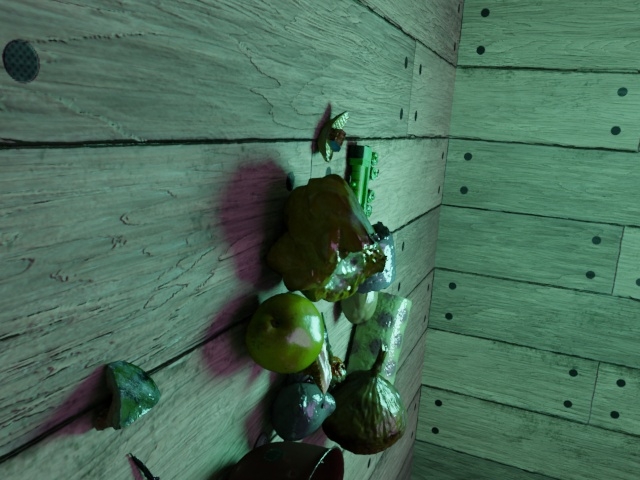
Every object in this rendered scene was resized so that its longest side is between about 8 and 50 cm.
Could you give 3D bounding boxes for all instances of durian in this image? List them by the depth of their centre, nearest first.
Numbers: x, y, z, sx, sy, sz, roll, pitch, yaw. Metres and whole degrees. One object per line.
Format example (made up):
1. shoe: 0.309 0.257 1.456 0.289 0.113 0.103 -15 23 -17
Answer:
1. durian: -0.035 0.280 1.378 0.224 0.140 0.078 62 -2 33

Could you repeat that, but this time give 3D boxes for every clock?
1. clock: -0.154 0.540 1.425 0.074 0.010 0.083 38 62 -65

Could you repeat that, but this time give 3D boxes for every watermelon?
1. watermelon: -0.310 0.244 0.890 0.101 0.080 0.155 65 23 9

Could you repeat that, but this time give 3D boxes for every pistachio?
1. pistachio: 0.129 0.169 1.852 0.136 0.136 0.226 45 49 -63

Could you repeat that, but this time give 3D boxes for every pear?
1. pear: -0.084 0.209 1.256 0.220 0.187 0.187 44 57 -57

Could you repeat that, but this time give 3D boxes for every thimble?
1. thimble: 0.136 0.047 1.695 0.236 0.205 0.172 -37 130 -59

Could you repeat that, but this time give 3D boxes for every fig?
1. fig: 0.153 0.490 1.788 0.286 0.286 0.368 -24 125 -65

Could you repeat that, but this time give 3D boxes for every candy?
1. candy: 0.028 0.341 1.724 0.084 0.078 0.287 -103 -178 -58

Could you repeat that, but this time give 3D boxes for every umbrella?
1. umbrella: -0.309 0.419 0.987 0.022 0.022 0.148 -52 140 -43

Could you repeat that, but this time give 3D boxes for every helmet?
1. helmet: -0.116 0.621 1.259 0.337 0.230 0.385 -17 122 -65

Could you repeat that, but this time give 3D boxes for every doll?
1. doll: -0.020 0.393 1.504 0.340 0.158 0.246 -60 162 -48

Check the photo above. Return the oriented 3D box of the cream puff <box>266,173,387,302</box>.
1. cream puff: -0.004 -0.007 1.345 0.323 0.270 0.274 52 16 -62

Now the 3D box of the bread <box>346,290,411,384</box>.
1. bread: 0.214 0.361 2.038 0.155 0.187 0.338 48 55 -67

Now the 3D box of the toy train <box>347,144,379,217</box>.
1. toy train: 0.126 -0.184 1.759 0.119 0.085 0.251 4 93 -63

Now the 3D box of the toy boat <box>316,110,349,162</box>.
1. toy boat: 0.039 -0.288 1.515 0.065 0.066 0.172 64 39 -50
